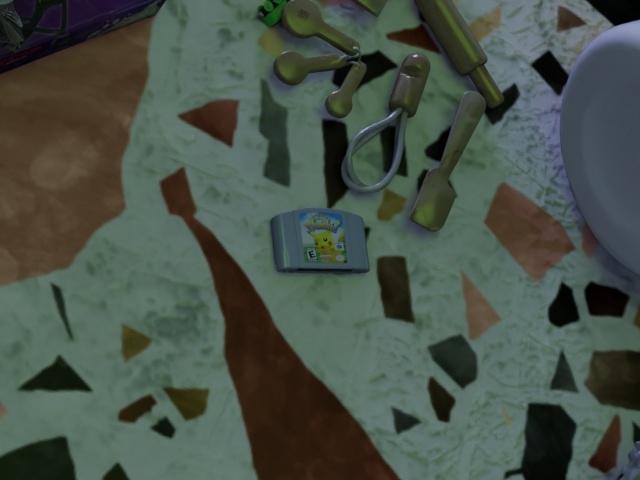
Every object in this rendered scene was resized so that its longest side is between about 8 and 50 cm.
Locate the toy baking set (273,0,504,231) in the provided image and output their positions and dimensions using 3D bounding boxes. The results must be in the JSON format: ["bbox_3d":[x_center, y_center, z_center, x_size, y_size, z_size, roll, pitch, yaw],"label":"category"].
[{"bbox_3d":[0.065,-0.138,1.742,0.196,0.030,0.256,-34,87,-28],"label":"toy baking set"}]

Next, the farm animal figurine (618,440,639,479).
[{"bbox_3d":[0.342,0.352,1.588,0.330,0.172,0.327,36,60,-7],"label":"farm animal figurine"}]

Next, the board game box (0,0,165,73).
[{"bbox_3d":[-0.296,-0.309,1.641,0.208,0.056,0.347,-26,82,-33],"label":"board game box"}]

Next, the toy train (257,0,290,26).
[{"bbox_3d":[-0.023,-0.216,1.739,0.083,0.017,0.024,-44,101,-30],"label":"toy train"}]

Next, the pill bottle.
[{"bbox_3d":[0.438,-0.114,1.779,0.407,0.229,0.229,-14,76,-27],"label":"pill bottle"}]

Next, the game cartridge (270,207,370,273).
[{"bbox_3d":[0.000,0.000,1.667,0.083,0.017,0.056,1,67,-23],"label":"game cartridge"}]
